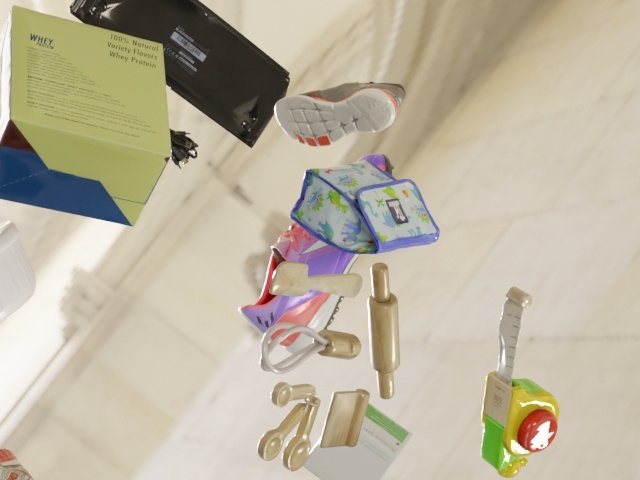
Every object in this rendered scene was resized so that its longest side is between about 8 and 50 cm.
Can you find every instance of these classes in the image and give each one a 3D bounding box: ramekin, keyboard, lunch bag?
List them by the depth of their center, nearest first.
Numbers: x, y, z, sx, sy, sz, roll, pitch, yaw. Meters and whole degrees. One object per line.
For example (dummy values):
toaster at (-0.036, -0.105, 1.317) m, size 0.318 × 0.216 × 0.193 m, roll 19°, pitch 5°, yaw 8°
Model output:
lunch bag at (0.061, -0.034, 2.018) m, size 0.151 × 0.096 × 0.129 m, roll 38°, pitch 31°, yaw 31°
keyboard at (-0.203, -0.228, 2.131) m, size 0.317 × 0.201 × 0.033 m, roll 36°, pitch -10°, yaw -22°
ramekin at (-0.612, 0.088, 2.721) m, size 0.127 × 0.273 × 0.273 m, roll 59°, pitch -20°, yaw -13°

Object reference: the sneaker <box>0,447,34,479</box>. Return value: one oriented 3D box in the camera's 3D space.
sneaker at (-0.373, 0.296, 1.817) m, size 0.093 × 0.088 × 0.225 m, roll 40°, pitch 7°, yaw 9°

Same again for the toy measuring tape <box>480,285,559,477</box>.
toy measuring tape at (0.311, 0.213, 2.391) m, size 0.121 × 0.121 × 0.330 m, roll 26°, pitch -58°, yaw 38°

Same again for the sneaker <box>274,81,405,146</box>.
sneaker at (0.025, -0.142, 1.714) m, size 0.158 × 0.065 × 0.061 m, roll 0°, pitch -62°, yaw 34°

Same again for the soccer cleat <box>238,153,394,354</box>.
soccer cleat at (0.000, 0.000, 2.207) m, size 0.116 × 0.318 × 0.108 m, roll 31°, pitch -17°, yaw -16°

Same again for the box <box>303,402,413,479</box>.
box at (0.051, 0.284, 2.151) m, size 0.101 × 0.102 × 0.087 m, roll 36°, pitch 25°, yaw 7°

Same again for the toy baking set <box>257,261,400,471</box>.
toy baking set at (0.012, 0.112, 1.504) m, size 0.030 × 0.197 × 0.256 m, roll 22°, pitch -53°, yaw 33°

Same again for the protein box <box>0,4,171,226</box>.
protein box at (-0.301, -0.151, 1.934) m, size 0.200 × 0.201 × 0.136 m, roll 12°, pitch -45°, yaw -23°
